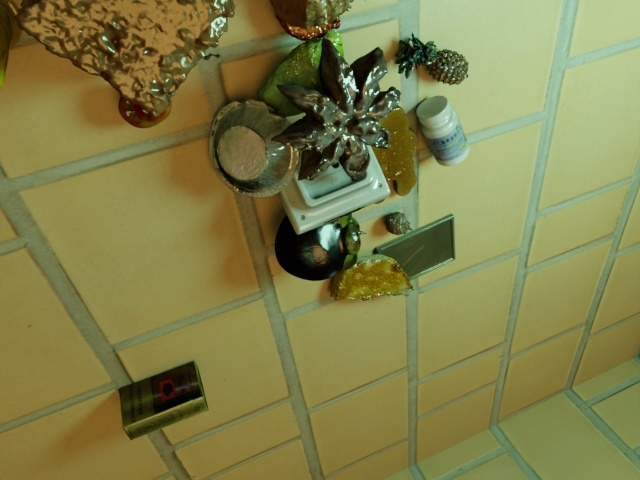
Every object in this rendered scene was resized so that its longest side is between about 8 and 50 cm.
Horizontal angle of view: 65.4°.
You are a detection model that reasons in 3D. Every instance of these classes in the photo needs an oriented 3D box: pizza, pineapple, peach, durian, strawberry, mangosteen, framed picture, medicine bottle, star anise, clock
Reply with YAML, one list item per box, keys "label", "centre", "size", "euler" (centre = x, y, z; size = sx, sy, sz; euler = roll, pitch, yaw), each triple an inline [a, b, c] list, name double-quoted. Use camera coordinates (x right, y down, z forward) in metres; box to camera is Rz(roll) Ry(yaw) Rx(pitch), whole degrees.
- label: "pizza"
  centre: [0.182, 0.124, 1.628]
  size: [0.297, 0.071, 0.188]
  euler: [3, 122, -16]
- label: "pineapple"
  centre: [0.036, -0.514, 0.959]
  size: [0.279, 0.158, 0.157]
  euler: [-35, 136, -29]
- label: "peach"
  centre: [-0.367, -0.286, 1.050]
  size: [0.101, 0.100, 0.100]
  euler: [-14, 129, -18]
- label: "pineapple"
  centre: [0.290, -0.445, 1.266]
  size: [0.222, 0.083, 0.103]
  euler: [8, 119, -29]
- label: "durian"
  centre: [0.241, -0.051, 1.532]
  size: [0.091, 0.080, 0.080]
  euler: [22, 120, 11]
- label: "strawberry"
  centre: [-0.028, -0.499, 1.063]
  size: [0.145, 0.086, 0.145]
  euler: [-13, 126, -19]
- label: "mangosteen"
  centre: [0.000, 0.000, 1.357]
  size: [0.243, 0.243, 0.242]
  euler: [-14, 129, -18]
- label: "durian"
  centre: [-0.033, -0.363, 1.123]
  size: [0.250, 0.101, 0.139]
  euler: [-29, 163, 27]
- label: "framed picture"
  centre: [0.330, 0.046, 1.694]
  size: [0.290, 0.016, 0.213]
  euler: [-24, 131, -9]
- label: "medicine bottle"
  centre: [0.340, -0.302, 1.384]
  size: [0.103, 0.102, 0.186]
  euler: [-37, 132, 3]
- label: "star anise"
  centre: [0.049, -0.265, 1.075]
  size: [0.332, 0.118, 0.331]
  euler: [-19, 128, -26]
- label: "clock"
  centre: [0.015, -0.170, 1.234]
  size: [0.263, 0.231, 0.116]
  euler: [-23, 173, -9]

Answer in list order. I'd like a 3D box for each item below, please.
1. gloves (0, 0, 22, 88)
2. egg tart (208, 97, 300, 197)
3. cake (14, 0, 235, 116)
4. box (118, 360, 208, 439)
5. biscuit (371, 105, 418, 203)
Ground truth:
- label: "gloves"
  centre: [-0.548, -0.322, 0.793]
  size: [0.116, 0.294, 0.132]
  euler: [-15, 129, -18]
- label: "egg tart"
  centre: [-0.161, -0.204, 1.141]
  size: [0.235, 0.094, 0.233]
  euler: [7, 113, 16]
- label: "cake"
  centre: [-0.325, -0.412, 0.842]
  size: [0.282, 0.290, 0.255]
  euler: [32, 104, -38]
- label: "box"
  centre: [-0.476, 0.480, 1.513]
  size: [0.240, 0.159, 0.071]
  euler: [-18, 128, -13]
- label: "biscuit"
  centre: [0.192, -0.240, 1.396]
  size: [0.186, 0.044, 0.294]
  euler: [-18, 131, -18]
